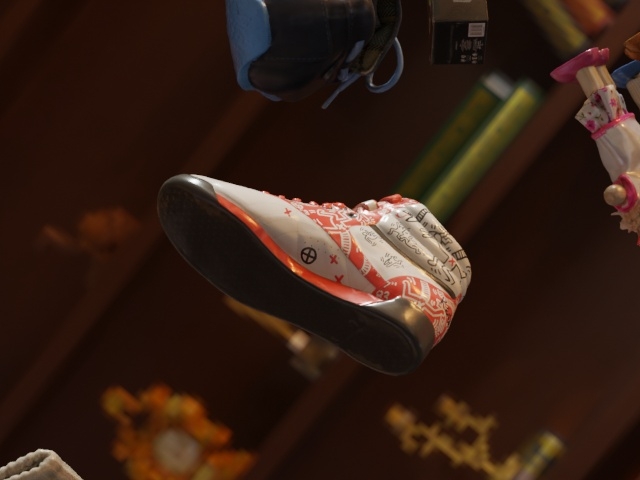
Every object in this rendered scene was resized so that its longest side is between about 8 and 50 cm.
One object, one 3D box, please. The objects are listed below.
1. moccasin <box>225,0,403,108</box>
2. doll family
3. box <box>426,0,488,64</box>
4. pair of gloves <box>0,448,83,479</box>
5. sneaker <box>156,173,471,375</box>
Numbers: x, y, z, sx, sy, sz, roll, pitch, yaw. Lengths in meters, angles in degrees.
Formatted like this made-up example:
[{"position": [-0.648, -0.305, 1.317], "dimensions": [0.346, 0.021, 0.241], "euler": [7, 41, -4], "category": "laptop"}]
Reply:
[{"position": [0.009, -0.158, 1.491], "dimensions": [0.116, 0.138, 0.342], "euler": [-7, 13, 7], "category": "moccasin"}, {"position": [0.254, -0.061, 1.268], "dimensions": [0.118, 0.163, 0.263], "euler": [-30, -7, 21], "category": "doll family"}, {"position": [0.125, -0.212, 1.813], "dimensions": [0.062, 0.052, 0.083], "euler": [90, 179, -53], "category": "box"}, {"position": [-0.207, 0.205, 1.233], "dimensions": [0.240, 0.042, 0.204], "euler": [-29, -36, 18], "category": "pair of gloves"}, {"position": [0.000, 0.001, 1.708], "dimensions": [0.145, 0.270, 0.090], "euler": [-49, -14, -45], "category": "sneaker"}]
